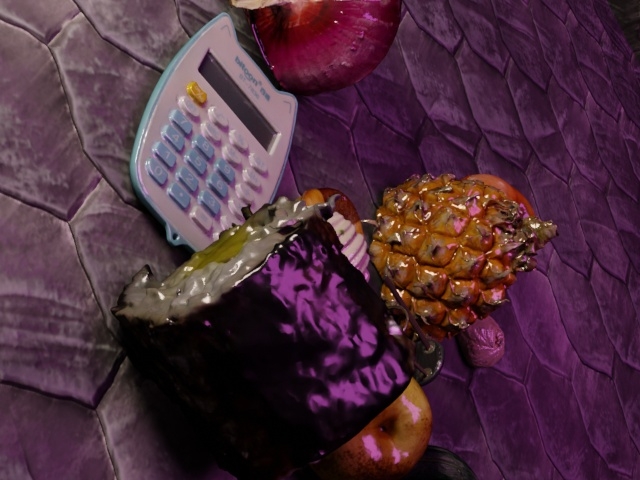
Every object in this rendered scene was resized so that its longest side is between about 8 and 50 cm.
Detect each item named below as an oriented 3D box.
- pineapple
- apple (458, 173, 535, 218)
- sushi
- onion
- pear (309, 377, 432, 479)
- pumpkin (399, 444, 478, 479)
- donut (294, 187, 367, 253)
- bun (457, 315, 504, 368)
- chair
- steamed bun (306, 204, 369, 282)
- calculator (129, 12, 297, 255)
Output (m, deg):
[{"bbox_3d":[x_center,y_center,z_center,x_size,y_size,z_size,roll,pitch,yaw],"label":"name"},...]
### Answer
[{"bbox_3d":[0.236,-0.024,2.017,0.209,0.286,0.344,36,46,-42],"label":"pineapple"},{"bbox_3d":[0.318,-0.029,2.249,0.209,0.164,0.209,34,46,-46],"label":"apple"},{"bbox_3d":[-0.062,0.124,1.485,0.281,0.299,0.294,-44,109,-43],"label":"sushi"},{"bbox_3d":[0.016,-0.374,1.896,0.272,0.230,0.256,-88,153,-59],"label":"onion"},{"bbox_3d":[0.057,0.263,1.714,0.197,0.197,0.197,30,52,-46],"label":"pear"},{"bbox_3d":[0.184,0.430,1.792,0.250,0.216,0.250,-11,90,-86],"label":"pumpkin"},{"bbox_3d":[0.000,0.000,1.851,0.184,0.073,0.166,-36,104,-57],"label":"donut"},{"bbox_3d":[0.306,0.182,2.217,0.115,0.069,0.115,33,48,-45],"label":"bun"},{"bbox_3d":[0.129,0.166,1.926,0.221,0.104,0.095,46,14,-41],"label":"chair"},{"bbox_3d":[-0.017,0.039,1.698,0.106,0.183,0.183,54,23,-81],"label":"steamed bun"},{"bbox_3d":[-0.154,-0.136,1.709,0.256,0.054,0.386,49,41,-31],"label":"calculator"}]
